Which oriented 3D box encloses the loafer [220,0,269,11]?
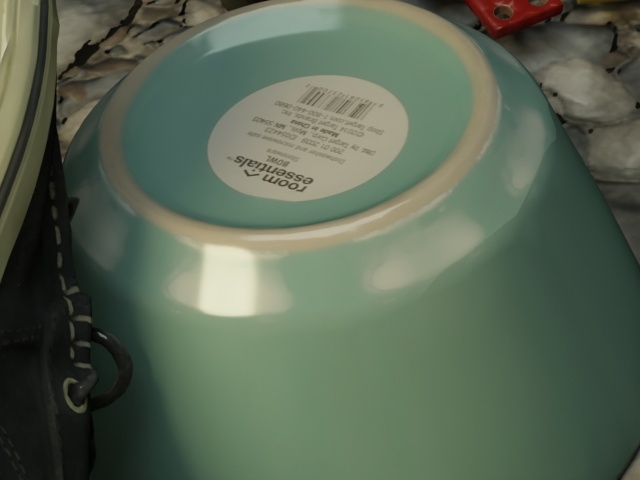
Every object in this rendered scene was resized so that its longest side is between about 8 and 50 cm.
[{"bbox_3d":[-0.025,-0.156,1.175,0.084,0.096,0.267,-29,33,9],"label":"loafer"}]

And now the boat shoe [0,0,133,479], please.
[{"bbox_3d":[-0.178,0.054,0.797,0.186,0.156,0.500,-9,65,11],"label":"boat shoe"}]

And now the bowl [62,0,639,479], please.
[{"bbox_3d":[0.000,0.000,0.923,0.311,0.163,0.312,-6,40,5],"label":"bowl"}]

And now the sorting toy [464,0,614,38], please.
[{"bbox_3d":[0.093,-0.209,1.213,0.132,0.046,0.274,-25,55,-18],"label":"sorting toy"}]
